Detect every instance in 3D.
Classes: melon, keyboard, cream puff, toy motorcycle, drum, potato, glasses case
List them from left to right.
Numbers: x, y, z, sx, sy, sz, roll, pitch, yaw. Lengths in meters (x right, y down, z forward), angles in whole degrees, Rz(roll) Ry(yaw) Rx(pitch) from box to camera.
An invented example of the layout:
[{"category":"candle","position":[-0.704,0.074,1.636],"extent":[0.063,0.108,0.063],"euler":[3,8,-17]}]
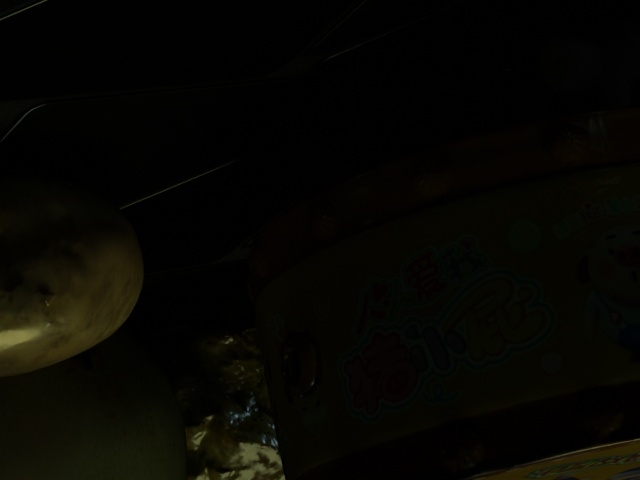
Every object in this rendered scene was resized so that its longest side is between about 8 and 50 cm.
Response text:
[{"category":"melon","position":[-0.247,0.184,1.370],"extent":[0.268,0.268,0.330],"euler":[-7,146,-45]},{"category":"potato","position":[-0.187,0.019,1.171],"extent":[0.161,0.128,0.234],"euler":[-12,178,36]},{"category":"keyboard","position":[-0.127,0.089,1.713],"extent":[0.129,0.015,0.049],"euler":[-11,163,-33]},{"category":"cream puff","position":[-0.072,0.158,1.639],"extent":[0.244,0.196,0.244],"euler":[-31,161,-12]},{"category":"glasses case","position":[0.066,-0.040,1.389],"extent":[0.131,0.074,0.323],"euler":[-23,166,2]},{"category":"drum","position":[0.162,0.071,1.292],"extent":[0.431,0.214,0.431],"euler":[-10,166,-3]},{"category":"toy motorcycle","position":[0.210,-0.108,1.301],"extent":[0.171,0.110,0.260],"euler":[11,142,-44]}]
